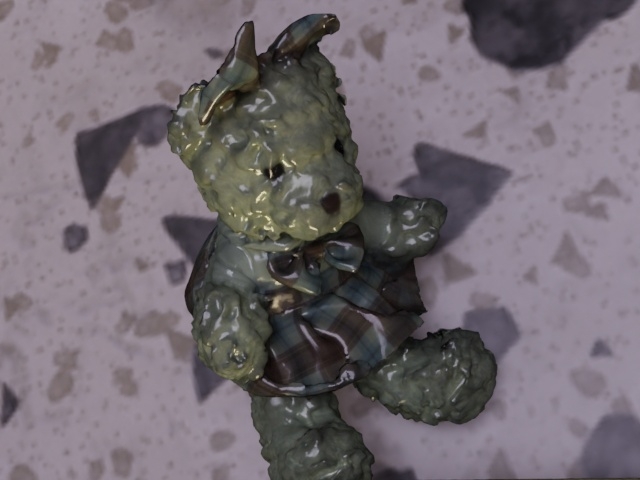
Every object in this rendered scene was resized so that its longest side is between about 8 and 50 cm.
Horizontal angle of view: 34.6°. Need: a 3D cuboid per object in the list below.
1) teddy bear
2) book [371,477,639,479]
[{"bbox_3d":[-0.008,0.005,0.471,0.133,0.111,0.213,-26,105,-26],"label":"teddy bear"},{"bbox_3d":[0.081,0.231,0.402,0.190,0.025,0.269,3,76,-13],"label":"book"}]
